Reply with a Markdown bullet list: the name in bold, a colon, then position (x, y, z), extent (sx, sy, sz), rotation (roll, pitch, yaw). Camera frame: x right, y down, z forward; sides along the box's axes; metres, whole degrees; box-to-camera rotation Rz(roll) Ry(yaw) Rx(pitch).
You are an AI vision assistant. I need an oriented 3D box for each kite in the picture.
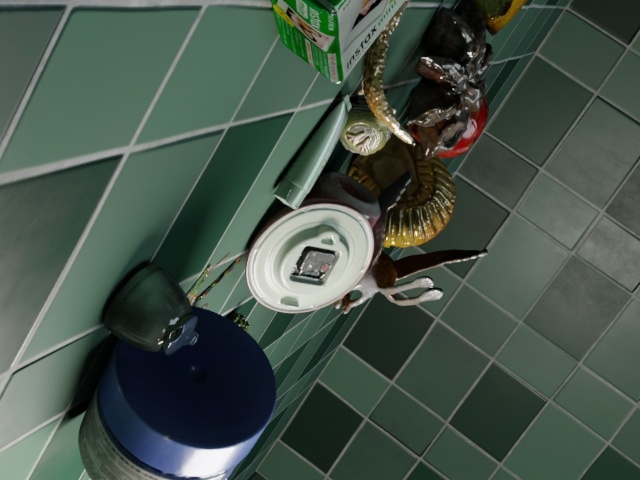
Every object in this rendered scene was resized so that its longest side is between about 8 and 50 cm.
- **kite**: position (-0.202, 0.098, 1.815), extent (0.244, 0.006, 0.198), rotation (-43, 165, -47)

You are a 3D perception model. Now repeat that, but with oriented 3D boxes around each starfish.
- **starfish**: position (0.155, -0.352, 1.625), extent (0.384, 0.132, 0.398), rotation (-29, 141, -83)

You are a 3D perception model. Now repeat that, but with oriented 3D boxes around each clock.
- **clock**: position (-0.018, 0.031, 1.923), extent (0.244, 0.056, 0.244), rotation (-12, 127, -17)

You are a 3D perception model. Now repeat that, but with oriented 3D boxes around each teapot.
- **teapot**: position (-0.223, 0.111, 1.467), extent (0.111, 0.108, 0.149), rotation (-46, 167, -30)

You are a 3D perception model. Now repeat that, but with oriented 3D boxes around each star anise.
- **star anise**: position (0.258, -0.311, 2.102), extent (0.332, 0.118, 0.331), rotation (19, 90, -73)

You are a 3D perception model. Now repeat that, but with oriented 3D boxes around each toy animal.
- **toy animal**: position (0.090, -0.210, 1.869), extent (0.137, 0.098, 0.098), rotation (-38, -178, 38)
- **toy animal**: position (0.133, 0.073, 2.016), extent (0.302, 0.225, 0.284), rotation (-35, -161, 34)

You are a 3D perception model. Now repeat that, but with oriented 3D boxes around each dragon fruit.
- **dragon fruit**: position (0.276, -0.269, 2.340), extent (0.209, 0.172, 0.172), rotation (-49, 173, 23)

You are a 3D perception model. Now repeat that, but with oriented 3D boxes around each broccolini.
- **broccolini**: position (-0.213, 0.207, 2.043), extent (0.054, 0.051, 0.239), rotation (-6, -159, 35)

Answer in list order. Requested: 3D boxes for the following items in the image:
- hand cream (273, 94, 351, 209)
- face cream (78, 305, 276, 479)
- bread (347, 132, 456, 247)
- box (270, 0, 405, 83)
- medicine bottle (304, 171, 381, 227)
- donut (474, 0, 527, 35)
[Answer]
- **hand cream**: position (-0.005, -0.148, 1.791), extent (0.205, 0.050, 0.078), rotation (-58, 168, -4)
- **face cream**: position (-0.217, 0.256, 1.600), extent (0.249, 0.249, 0.225), rotation (-43, 170, -48)
- **bread**: position (0.162, -0.102, 2.192), extent (0.240, 0.240, 0.139), rotation (-50, 164, -19)
- **box**: position (0.031, -0.306, 1.257), extent (0.180, 0.103, 0.250), rotation (-52, 170, -6)
- **medicine bottle**: position (0.000, 0.000, 2.038), extent (0.247, 0.147, 0.147), rotation (-58, 169, 21)
- **donut**: position (0.385, -0.514, 2.203), extent (0.259, 0.101, 0.152), rotation (-52, 171, -19)
